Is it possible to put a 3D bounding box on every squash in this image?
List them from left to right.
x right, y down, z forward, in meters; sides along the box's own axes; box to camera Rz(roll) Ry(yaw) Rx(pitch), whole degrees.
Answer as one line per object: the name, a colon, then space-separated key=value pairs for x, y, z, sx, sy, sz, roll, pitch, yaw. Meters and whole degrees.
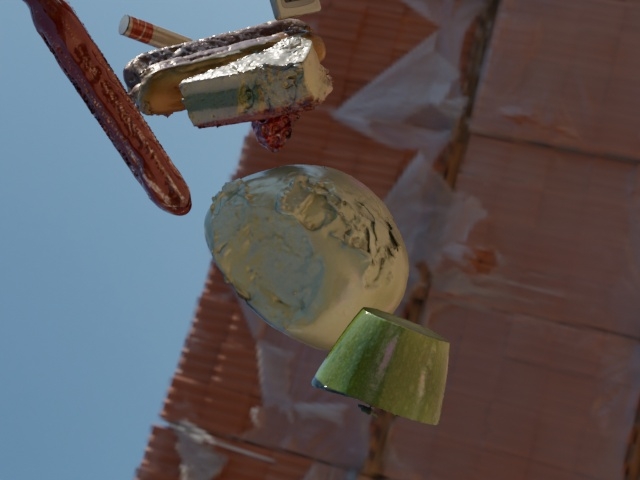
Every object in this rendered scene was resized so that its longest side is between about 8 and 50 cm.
squash: x=0.085 y=0.160 z=1.358 sx=0.122 sy=0.170 sz=0.170 roll=-68 pitch=-16 yaw=2

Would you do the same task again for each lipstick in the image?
lipstick: x=-0.287 y=-0.357 z=1.888 sx=0.131 sy=0.038 sz=0.038 roll=15 pitch=-91 yaw=-36

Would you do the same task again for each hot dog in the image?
hot dog: x=-0.158 y=-0.279 z=1.816 sx=0.158 sy=0.349 sz=0.117 roll=-130 pitch=27 yaw=-56

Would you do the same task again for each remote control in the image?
remote control: x=-0.062 y=-0.470 z=1.814 sx=0.088 sy=0.029 sz=0.189 roll=-17 pitch=-86 yaw=-29

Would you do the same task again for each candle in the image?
candle: x=-0.230 y=-0.164 z=1.101 sx=0.048 sy=0.329 sz=0.051 roll=-34 pitch=-1 yaw=17

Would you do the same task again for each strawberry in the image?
strawberry: x=-0.095 y=-0.285 z=1.963 sx=0.190 sy=0.111 sz=0.236 roll=-4 pitch=70 yaw=59

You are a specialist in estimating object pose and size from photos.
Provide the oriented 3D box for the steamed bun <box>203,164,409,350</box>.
steamed bun: x=0.000 y=0.000 z=1.747 sx=0.233 sy=0.334 sz=0.312 roll=-48 pitch=-5 yaw=19

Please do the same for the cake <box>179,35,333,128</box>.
cake: x=-0.089 y=-0.239 z=1.618 sx=0.116 sy=0.221 sz=0.086 roll=-56 pitch=-48 yaw=-50
